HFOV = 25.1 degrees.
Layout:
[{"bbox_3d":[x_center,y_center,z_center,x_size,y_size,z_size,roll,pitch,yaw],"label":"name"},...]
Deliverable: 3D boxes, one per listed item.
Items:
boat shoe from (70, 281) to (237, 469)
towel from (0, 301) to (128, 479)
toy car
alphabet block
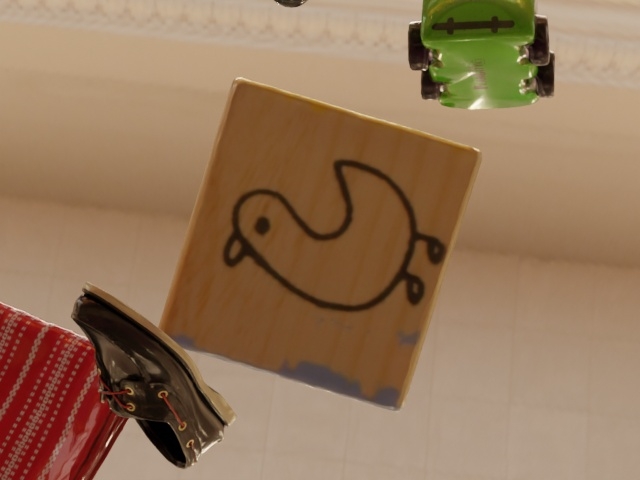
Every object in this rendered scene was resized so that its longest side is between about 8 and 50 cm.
[{"bbox_3d":[-0.082,0.067,0.681,0.049,0.133,0.042,29,-109,35],"label":"boat shoe"},{"bbox_3d":[-0.271,0.129,1.031,0.275,0.031,0.199,19,-113,27],"label":"towel"},{"bbox_3d":[0.060,-0.109,0.585,0.239,0.225,0.053,-1,-103,10],"label":"toy car"},{"bbox_3d":[0.000,0.000,1.096,0.192,0.193,0.197,16,-87,-2],"label":"alphabet block"}]
